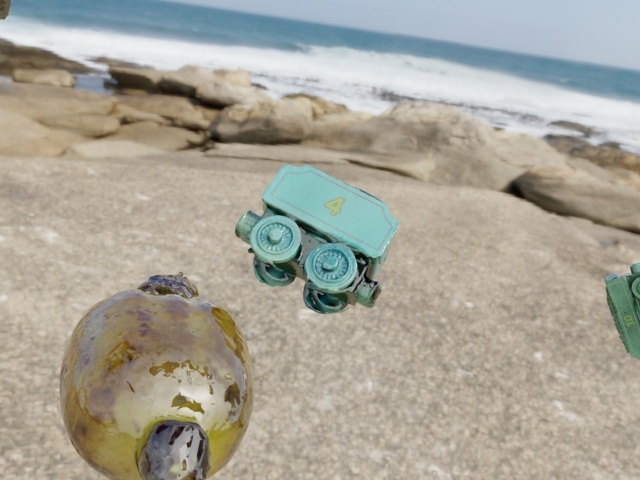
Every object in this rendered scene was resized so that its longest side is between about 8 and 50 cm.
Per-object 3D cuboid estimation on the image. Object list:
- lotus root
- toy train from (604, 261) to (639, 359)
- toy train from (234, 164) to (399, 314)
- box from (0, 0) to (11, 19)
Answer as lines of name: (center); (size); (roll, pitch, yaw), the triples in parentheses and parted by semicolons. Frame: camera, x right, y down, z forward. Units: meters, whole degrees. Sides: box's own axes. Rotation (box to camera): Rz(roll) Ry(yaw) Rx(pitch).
lotus root: (-0.145, 0.128, 0.611); (0.169, 0.141, 0.314); (10, 16, -15)
toy train: (0.550, 0.125, 1.166); (0.099, 0.172, 0.070); (-21, -6, 39)
toy train: (0.000, 0.000, 0.854); (0.198, 0.107, 0.154); (28, 65, 11)
box: (-0.378, -0.302, 0.525); (0.273, 0.184, 0.143); (30, 30, -3)
